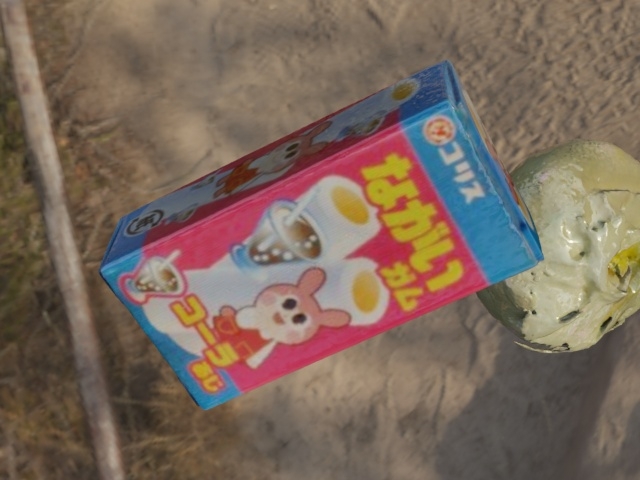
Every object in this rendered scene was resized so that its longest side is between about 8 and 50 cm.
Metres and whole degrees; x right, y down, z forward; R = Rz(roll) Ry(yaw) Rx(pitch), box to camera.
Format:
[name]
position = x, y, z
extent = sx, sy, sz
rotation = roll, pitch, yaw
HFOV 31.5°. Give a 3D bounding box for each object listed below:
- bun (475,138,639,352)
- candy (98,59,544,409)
[bun]
position = 0.273, 0.012, 1.197
extent = 0.141, 0.239, 0.239
rotation = 36, 123, 54
[candy]
position = 0.000, 0.000, 0.885
extent = 0.306, 0.100, 0.157
rotation = -25, 115, 16
